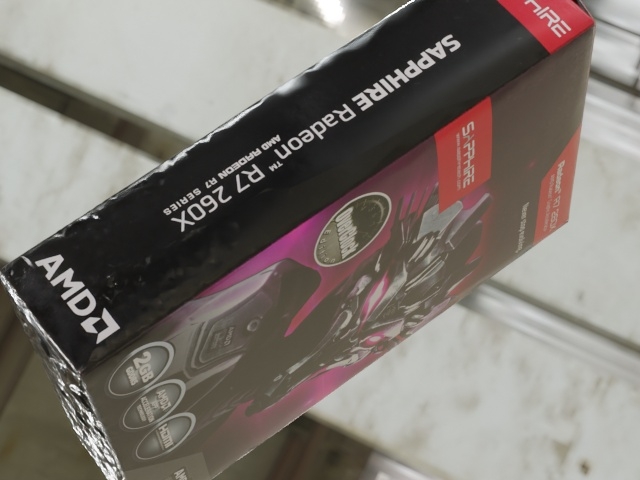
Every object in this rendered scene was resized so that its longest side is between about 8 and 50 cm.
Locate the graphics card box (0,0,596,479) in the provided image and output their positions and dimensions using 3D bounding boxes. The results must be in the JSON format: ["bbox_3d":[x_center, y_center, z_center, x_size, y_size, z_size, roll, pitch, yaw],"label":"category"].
[{"bbox_3d":[0.000,0.000,1.002,0.371,0.094,0.233,-33,-26,-15],"label":"graphics card box"}]
